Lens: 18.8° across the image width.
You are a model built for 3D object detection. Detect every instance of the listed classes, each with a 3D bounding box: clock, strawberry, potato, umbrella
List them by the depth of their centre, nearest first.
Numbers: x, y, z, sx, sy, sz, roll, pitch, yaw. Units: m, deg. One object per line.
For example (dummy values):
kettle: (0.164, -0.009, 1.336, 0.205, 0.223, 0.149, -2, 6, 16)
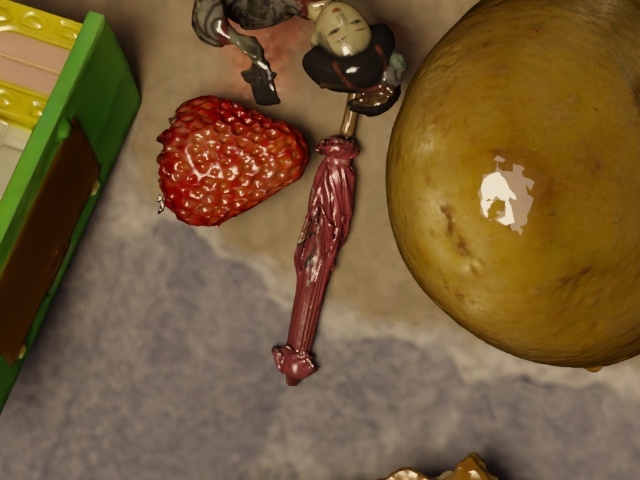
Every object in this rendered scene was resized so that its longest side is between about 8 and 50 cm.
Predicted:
potato: (0.105, -0.023, 0.936, 0.178, 0.158, 0.203, 13, 105, 15)
clock: (-0.257, -0.037, 1.005, 0.255, 0.106, 0.220, 18, 73, 11)
strawberry: (-0.046, -0.040, 1.017, 0.083, 0.073, 0.073, 7, 99, 14)
umbrella: (0.000, 0.000, 1.033, 0.027, 0.025, 0.165, 10, 103, -8)

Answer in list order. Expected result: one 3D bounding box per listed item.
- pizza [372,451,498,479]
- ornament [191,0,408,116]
pizza: (0.026, 0.206, 1.027, 0.365, 0.074, 0.182, -7, 97, 17)
ornament: (-0.036, -0.138, 0.947, 0.166, 0.153, 0.196, -44, 78, 17)
